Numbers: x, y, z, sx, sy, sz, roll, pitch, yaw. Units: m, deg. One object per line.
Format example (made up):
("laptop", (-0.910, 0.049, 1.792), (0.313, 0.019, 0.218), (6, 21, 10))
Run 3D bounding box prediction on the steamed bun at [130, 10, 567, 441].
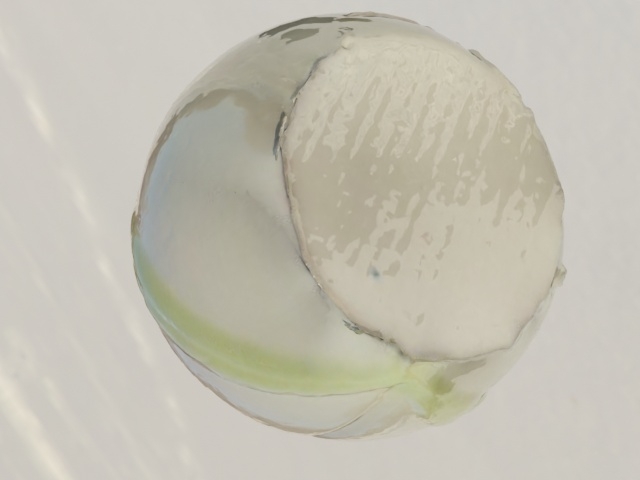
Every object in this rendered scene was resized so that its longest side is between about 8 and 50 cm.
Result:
("steamed bun", (0.000, 0.000, 1.241), (0.309, 0.309, 0.309), (49, 163, 20))
